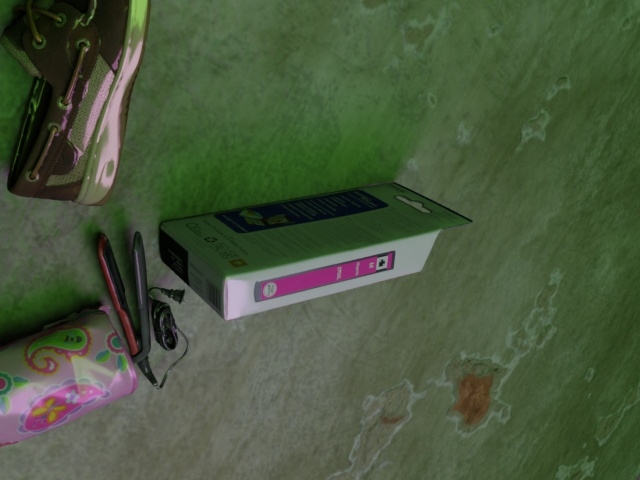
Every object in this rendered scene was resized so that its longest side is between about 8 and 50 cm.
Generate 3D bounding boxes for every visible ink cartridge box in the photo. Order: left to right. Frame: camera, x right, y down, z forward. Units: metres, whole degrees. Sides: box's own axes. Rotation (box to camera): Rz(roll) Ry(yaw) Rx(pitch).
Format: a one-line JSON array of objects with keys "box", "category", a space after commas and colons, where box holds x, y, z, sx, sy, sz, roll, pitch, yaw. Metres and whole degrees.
[{"box": [0.000, 0.000, 1.060, 0.371, 0.176, 0.069, -14, 119, -30], "category": "ink cartridge box"}]

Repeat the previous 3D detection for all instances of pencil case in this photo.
[{"box": [-0.352, 0.169, 0.931, 0.284, 0.124, 0.124, -21, 122, -28], "category": "pencil case"}]

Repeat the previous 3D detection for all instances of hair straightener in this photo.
[{"box": [-0.208, 0.090, 1.020, 0.089, 0.047, 0.230, -8, 119, -2], "category": "hair straightener"}]

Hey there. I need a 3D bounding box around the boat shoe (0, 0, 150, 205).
[{"box": [-0.254, -0.193, 0.825, 0.123, 0.123, 0.341, 2, 121, -30], "category": "boat shoe"}]
